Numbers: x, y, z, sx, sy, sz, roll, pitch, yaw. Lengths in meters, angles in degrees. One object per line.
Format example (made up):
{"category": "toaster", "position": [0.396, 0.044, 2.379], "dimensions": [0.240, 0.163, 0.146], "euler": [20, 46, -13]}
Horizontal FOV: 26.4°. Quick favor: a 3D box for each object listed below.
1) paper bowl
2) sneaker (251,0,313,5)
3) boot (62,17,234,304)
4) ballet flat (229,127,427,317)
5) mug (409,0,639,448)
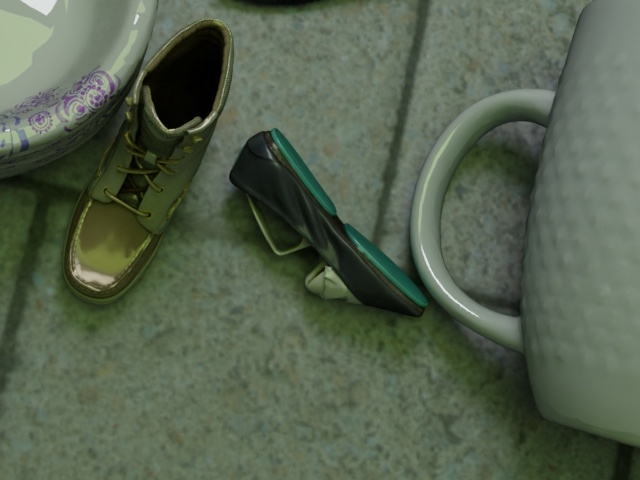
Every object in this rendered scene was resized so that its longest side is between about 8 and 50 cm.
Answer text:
{"category": "paper bowl", "position": [-0.271, -0.185, 1.046], "dimensions": [0.284, 0.148, 0.284], "euler": [2, 81, -12]}
{"category": "sneaker", "position": [0.010, -0.264, 1.173], "dimensions": [0.209, 0.069, 0.082], "euler": [-18, 52, -6]}
{"category": "boot", "position": [-0.133, -0.059, 1.045], "dimensions": [0.077, 0.165, 0.213], "euler": [28, 74, -6]}
{"category": "ballet flat", "position": [0.000, 0.000, 1.122], "dimensions": [0.074, 0.074, 0.203], "euler": [-44, 98, -15]}
{"category": "mug", "position": [0.253, -0.005, 1.094], "dimensions": [0.374, 0.276, 0.328], "euler": [14, 84, 21]}
